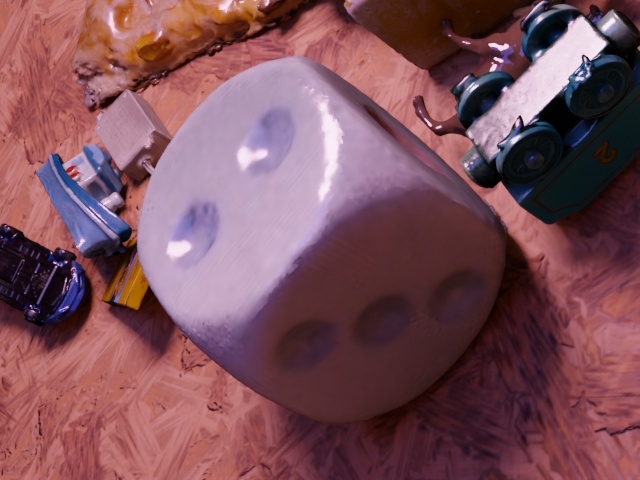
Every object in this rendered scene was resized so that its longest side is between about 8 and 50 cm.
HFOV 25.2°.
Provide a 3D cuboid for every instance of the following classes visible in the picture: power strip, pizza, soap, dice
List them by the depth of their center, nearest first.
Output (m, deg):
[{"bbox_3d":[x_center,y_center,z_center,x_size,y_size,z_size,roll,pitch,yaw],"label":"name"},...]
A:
[{"bbox_3d":[0.000,0.000,1.400,0.262,0.268,0.265,-49,45,10],"label":"dice"},{"bbox_3d":[0.161,-0.299,1.496,0.257,0.160,0.080,-32,53,27],"label":"soap"},{"bbox_3d":[-0.233,-0.124,1.845,0.075,0.042,0.175,-48,46,12],"label":"power strip"},{"bbox_3d":[-0.182,-0.416,1.910,0.435,0.080,0.392,-18,63,34],"label":"pizza"}]

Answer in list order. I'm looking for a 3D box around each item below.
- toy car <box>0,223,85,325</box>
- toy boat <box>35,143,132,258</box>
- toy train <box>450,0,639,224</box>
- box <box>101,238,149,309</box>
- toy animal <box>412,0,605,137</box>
[{"bbox_3d":[-0.374,0.049,1.862,0.216,0.063,0.103,21,83,40],"label":"toy car"},{"bbox_3d":[-0.284,-0.048,1.800,0.098,0.109,0.238,-33,32,-5],"label":"toy boat"},{"bbox_3d":[0.228,-0.118,1.333,0.203,0.163,0.112,-44,47,17],"label":"toy train"},{"bbox_3d":[-0.225,0.040,1.713,0.087,0.023,0.155,-64,16,-9],"label":"box"},{"bbox_3d":[0.208,-0.190,1.458,0.186,0.093,0.214,15,85,50],"label":"toy animal"}]
